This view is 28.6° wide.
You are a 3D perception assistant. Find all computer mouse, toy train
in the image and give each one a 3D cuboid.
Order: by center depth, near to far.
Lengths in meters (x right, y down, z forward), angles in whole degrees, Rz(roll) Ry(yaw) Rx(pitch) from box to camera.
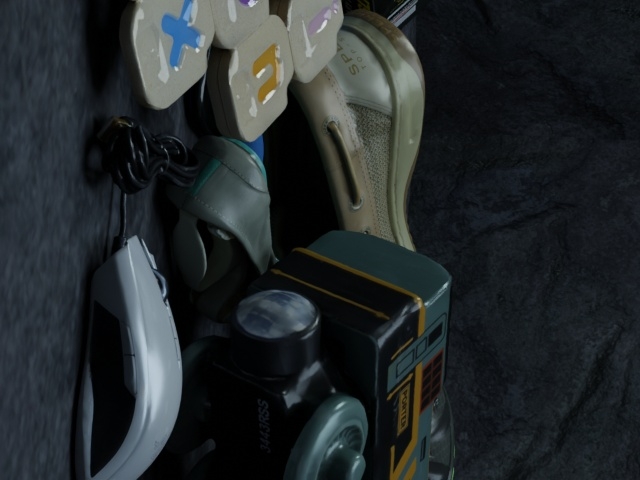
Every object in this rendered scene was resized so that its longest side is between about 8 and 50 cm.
[{"bbox_3d":[-0.088,0.036,0.628,0.106,0.042,0.193,46,47,-82],"label":"computer mouse"},{"bbox_3d":[0.001,0.155,0.818,0.190,0.142,0.334,-37,137,-42],"label":"toy train"}]

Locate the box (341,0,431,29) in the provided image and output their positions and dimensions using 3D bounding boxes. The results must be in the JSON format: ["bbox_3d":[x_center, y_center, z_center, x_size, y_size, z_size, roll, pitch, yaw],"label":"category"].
[{"bbox_3d":[0.148,-0.409,1.507,0.322,0.079,0.257,-44,164,-9],"label":"box"}]

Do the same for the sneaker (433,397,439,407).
[{"bbox_3d":[0.013,0.143,1.303,0.276,0.135,0.098,17,68,-59],"label":"sneaker"}]

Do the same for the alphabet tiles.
[{"bbox_3d":[-0.043,-0.202,0.655,0.278,0.021,0.284,-53,141,-46],"label":"alphabet tiles"}]

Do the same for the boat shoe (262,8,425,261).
[{"bbox_3d":[0.000,0.000,0.925,0.110,0.121,0.341,-31,135,-34],"label":"boat shoe"}]

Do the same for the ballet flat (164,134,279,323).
[{"bbox_3d":[-0.062,0.015,0.810,0.068,0.072,0.213,-53,157,-24],"label":"ballet flat"}]

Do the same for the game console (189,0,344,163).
[{"bbox_3d":[0.017,-0.172,0.929,0.293,0.250,0.173,59,8,-78],"label":"game console"}]

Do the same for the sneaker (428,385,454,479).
[{"bbox_3d":[0.067,0.281,1.463,0.202,0.185,0.483,91,5,-49],"label":"sneaker"}]
